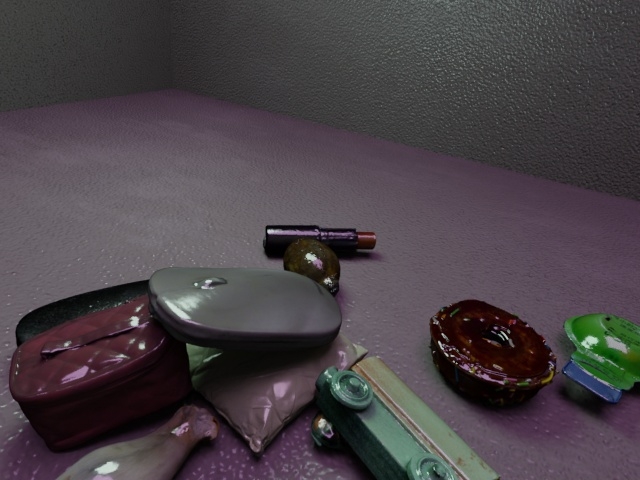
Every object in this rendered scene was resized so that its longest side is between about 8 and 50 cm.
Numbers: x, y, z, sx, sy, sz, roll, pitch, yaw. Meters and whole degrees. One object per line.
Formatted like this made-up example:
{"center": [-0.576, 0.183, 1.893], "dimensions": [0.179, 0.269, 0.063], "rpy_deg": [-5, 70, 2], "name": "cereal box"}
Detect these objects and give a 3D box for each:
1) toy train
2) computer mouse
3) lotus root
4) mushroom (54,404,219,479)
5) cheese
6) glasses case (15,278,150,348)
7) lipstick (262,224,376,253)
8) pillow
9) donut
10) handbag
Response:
{"center": [0.116, 0.282, 0.612], "dimensions": [0.177, 0.116, 0.285], "rpy_deg": [-4, 31, -43], "name": "toy train"}
{"center": [-0.102, 0.093, 0.683], "dimensions": [0.330, 0.095, 0.197], "rpy_deg": [10, 18, -44], "name": "computer mouse"}
{"center": [-0.018, 0.061, 0.974], "dimensions": [0.120, 0.120, 0.209], "rpy_deg": [-7, 30, -26], "name": "lotus root"}
{"center": [-0.231, 0.281, 0.538], "dimensions": [0.116, 0.093, 0.225], "rpy_deg": [6, 25, 44], "name": "mushroom"}
{"center": [0.576, 0.227, 0.852], "dimensions": [0.320, 0.083, 0.204], "rpy_deg": [-16, 39, -41], "name": "cheese"}
{"center": [-0.359, 0.136, 0.778], "dimensions": [0.321, 0.082, 0.122], "rpy_deg": [-12, 35, -34], "name": "glasses case"}
{"center": [0.000, 0.000, 1.121], "dimensions": [0.299, 0.081, 0.081], "rpy_deg": [2, 29, -11], "name": "lipstick"}
{"center": [-0.101, 0.191, 0.752], "dimensions": [0.280, 0.076, 0.274], "rpy_deg": [28, 36, 32], "name": "pillow"}
{"center": [0.317, 0.211, 0.809], "dimensions": [0.235, 0.089, 0.235], "rpy_deg": [6, 28, -3], "name": "donut"}
{"center": [-0.308, 0.181, 0.618], "dimensions": [0.225, 0.135, 0.146], "rpy_deg": [-19, 36, -18], "name": "handbag"}
